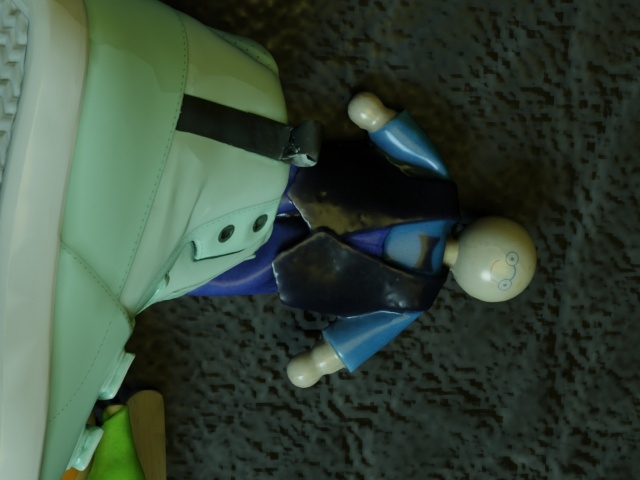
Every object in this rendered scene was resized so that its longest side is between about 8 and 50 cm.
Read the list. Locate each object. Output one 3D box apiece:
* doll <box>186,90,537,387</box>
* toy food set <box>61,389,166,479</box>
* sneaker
[{"bbox_3d":[0.000,0.000,0.749,0.189,0.046,0.129,6,98,-15],"label":"doll"},{"bbox_3d":[-0.117,0.117,0.697,0.192,0.038,0.132,2,82,-49],"label":"toy food set"},{"bbox_3d":[-0.078,0.036,0.644,0.151,0.094,0.256,6,99,-48],"label":"sneaker"}]
